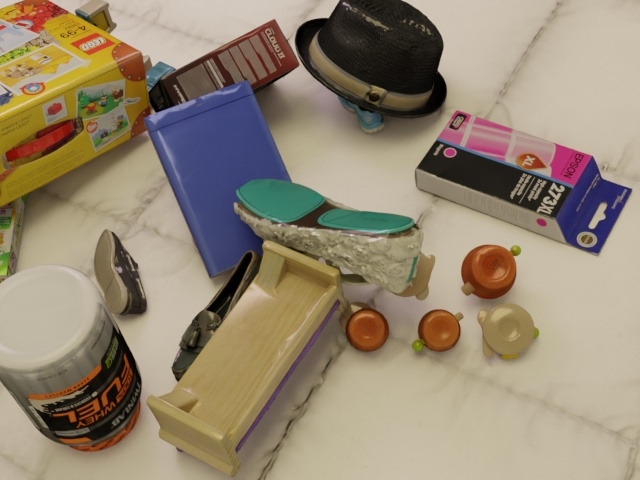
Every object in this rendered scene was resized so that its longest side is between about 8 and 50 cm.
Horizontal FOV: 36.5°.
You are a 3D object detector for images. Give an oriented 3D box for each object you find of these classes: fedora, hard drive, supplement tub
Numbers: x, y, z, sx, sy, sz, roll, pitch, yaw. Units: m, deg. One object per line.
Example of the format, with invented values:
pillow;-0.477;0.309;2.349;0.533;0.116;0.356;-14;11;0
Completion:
fedora;0.123;-0.393;1.937;0.334;0.152;0.334;16;41;-14
hard drive;-0.170;-0.115;1.801;0.210;0.040;0.319;-23;86;-13
supplement tub;-0.397;0.198;1.530;0.193;0.316;0.194;-4;53;5

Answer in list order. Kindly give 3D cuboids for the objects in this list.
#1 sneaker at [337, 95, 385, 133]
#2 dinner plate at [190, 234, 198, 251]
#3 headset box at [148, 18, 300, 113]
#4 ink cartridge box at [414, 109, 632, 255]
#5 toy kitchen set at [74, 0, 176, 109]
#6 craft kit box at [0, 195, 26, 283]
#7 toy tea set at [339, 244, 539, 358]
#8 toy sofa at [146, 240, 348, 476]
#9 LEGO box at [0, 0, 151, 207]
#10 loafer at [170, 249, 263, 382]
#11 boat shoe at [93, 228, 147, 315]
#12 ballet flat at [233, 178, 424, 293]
sneaker;0.083;-0.296;1.991;0.063;0.073;0.162;-27;54;-12
dinner plate;-0.177;-0.016;1.851;0.141;0.017;0.141;-4;53;6
headset box;-0.189;-0.330;1.963;0.293;0.218;0.110;-31;99;-15
ink cartridge box;0.380;-0.114;1.820;0.371;0.069;0.176;24;60;21
toy kitchen set;-0.433;-0.399;2.086;0.207;0.166;0.122;27;61;26
craft kit box;-0.709;-0.019;1.879;0.249;0.061;0.247;-2;55;-1
toy tea set;0.200;0.106;1.668;0.336;0.124;0.200;-1;82;3
toy sofa;-0.106;0.196;1.576;0.150;0.177;0.362;22;58;24
LEGO box;-0.653;-0.265;1.925;0.372;0.193;0.500;31;50;32
loafer;-0.179;0.128;1.688;0.096;0.084;0.267;10;50;41
boat shoe;-0.372;0.062;1.807;0.065;0.075;0.206;15;34;-36
ballet flat;0.000;0.000;1.641;0.409;0.147;0.147;19;55;43
